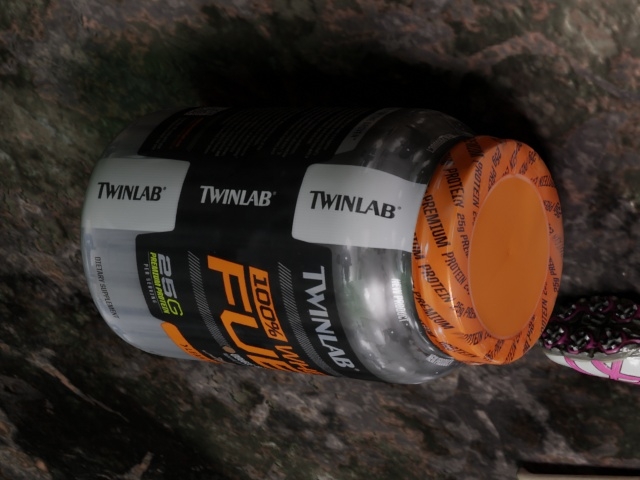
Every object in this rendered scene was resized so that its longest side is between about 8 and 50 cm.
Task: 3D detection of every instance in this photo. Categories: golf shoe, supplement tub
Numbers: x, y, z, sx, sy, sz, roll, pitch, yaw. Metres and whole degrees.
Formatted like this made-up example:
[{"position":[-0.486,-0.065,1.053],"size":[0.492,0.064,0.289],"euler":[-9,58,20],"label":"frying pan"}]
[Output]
[{"position":[0.255,0.091,1.370],"size":[0.186,0.067,0.086],"euler":[2,134,37],"label":"golf shoe"},{"position":[0.000,0.000,1.356],"size":[0.338,0.207,0.207],"euler":[3,133,37],"label":"supplement tub"}]

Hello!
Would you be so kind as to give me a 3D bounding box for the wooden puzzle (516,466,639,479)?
[{"position":[0.306,0.293,1.577],"size":[0.239,0.044,0.221],"euler":[0,132,39],"label":"wooden puzzle"}]
